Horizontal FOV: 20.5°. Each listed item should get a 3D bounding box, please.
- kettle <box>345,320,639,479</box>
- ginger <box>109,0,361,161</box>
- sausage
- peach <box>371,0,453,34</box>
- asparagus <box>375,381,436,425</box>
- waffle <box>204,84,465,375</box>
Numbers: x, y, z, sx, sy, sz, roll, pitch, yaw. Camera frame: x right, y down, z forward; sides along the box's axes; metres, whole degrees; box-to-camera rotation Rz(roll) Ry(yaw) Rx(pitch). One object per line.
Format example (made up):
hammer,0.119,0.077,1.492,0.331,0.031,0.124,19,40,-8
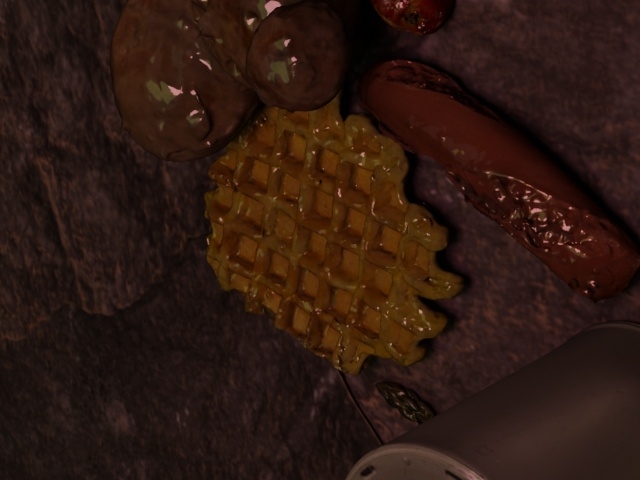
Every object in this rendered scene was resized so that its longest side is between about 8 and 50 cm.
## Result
kettle,0.210,0.209,1.473,0.265,0.318,0.205,-6,102,43
ginger,-0.071,-0.201,1.666,0.304,0.155,0.244,-12,58,51
sausage,0.153,-0.066,1.587,0.326,0.079,0.087,42,156,22
peach,0.084,-0.231,1.607,0.083,0.077,0.050,-93,19,-47
asparagus,0.138,0.220,1.748,0.236,0.027,0.034,49,122,16
waffle,0.002,-0.001,1.764,0.307,0.060,0.312,-44,73,43
